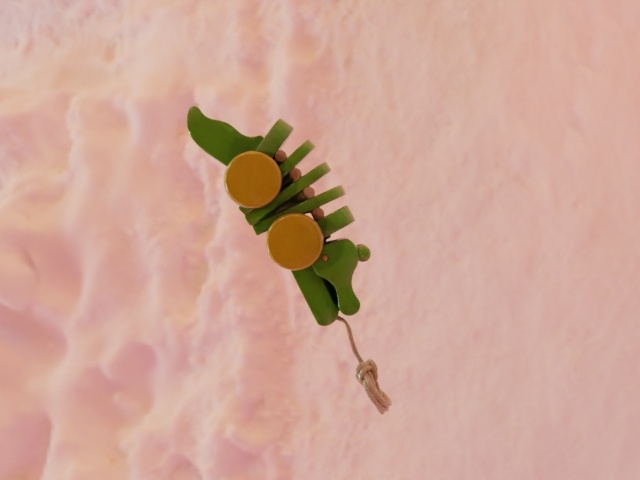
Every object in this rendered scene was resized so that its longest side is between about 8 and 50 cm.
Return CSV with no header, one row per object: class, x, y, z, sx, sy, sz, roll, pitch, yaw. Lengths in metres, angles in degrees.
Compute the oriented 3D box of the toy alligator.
toy alligator,0.000,0.000,0.495,0.051,0.056,0.190,-34,92,0
